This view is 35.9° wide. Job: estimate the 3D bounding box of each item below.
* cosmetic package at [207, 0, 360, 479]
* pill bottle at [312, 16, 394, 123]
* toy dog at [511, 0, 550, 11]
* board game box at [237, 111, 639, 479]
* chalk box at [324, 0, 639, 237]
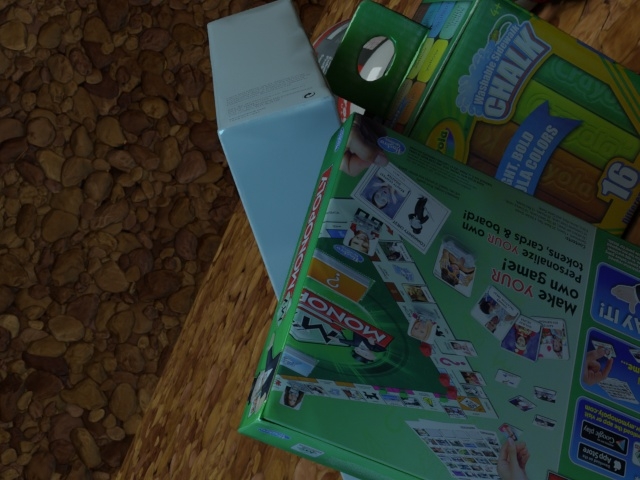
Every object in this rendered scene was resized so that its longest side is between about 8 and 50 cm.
[{"bbox_3d":[0.000,0.000,0.906,0.284,0.097,0.377,-101,-6,-61],"label":"cosmetic package"},{"bbox_3d":[0.114,-0.172,1.245,0.210,0.210,0.363,-64,22,6],"label":"pill bottle"},{"bbox_3d":[0.218,-0.351,1.294,0.334,0.161,0.220,-40,30,58],"label":"toy dog"},{"bbox_3d":[0.127,0.075,0.635,0.046,0.317,0.213,-42,28,61],"label":"board game box"},{"bbox_3d":[0.149,-0.119,0.916,0.180,0.289,0.179,-64,15,8],"label":"chalk box"}]
